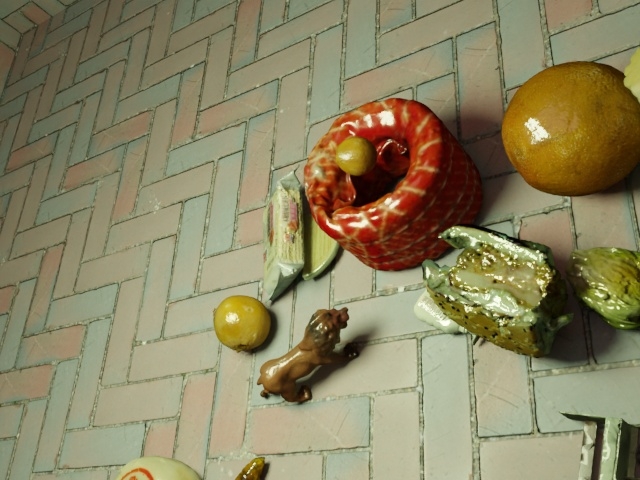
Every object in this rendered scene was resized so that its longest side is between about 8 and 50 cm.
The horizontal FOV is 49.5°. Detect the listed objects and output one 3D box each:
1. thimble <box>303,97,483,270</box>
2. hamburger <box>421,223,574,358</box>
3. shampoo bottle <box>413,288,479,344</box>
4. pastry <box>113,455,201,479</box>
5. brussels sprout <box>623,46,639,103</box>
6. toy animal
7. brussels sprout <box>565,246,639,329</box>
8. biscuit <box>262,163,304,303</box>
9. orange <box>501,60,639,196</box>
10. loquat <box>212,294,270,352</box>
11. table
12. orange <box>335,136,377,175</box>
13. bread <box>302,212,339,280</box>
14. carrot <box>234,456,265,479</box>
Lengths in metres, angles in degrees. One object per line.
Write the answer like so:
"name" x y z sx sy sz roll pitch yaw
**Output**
"thimble" 0.153 -0.123 1.509 0.350 0.231 0.350 -18 55 28
"hamburger" 0.336 0.100 1.281 0.288 0.192 0.167 22 67 43
"shampoo bottle" 0.262 0.154 1.394 0.152 0.045 0.077 31 85 45
"pastry" -0.381 0.617 1.573 0.265 0.133 0.264 -17 61 32
"brussels sprout" 0.674 -0.236 1.133 0.242 0.317 0.273 116 146 -55
"toy animal" -0.043 0.254 1.497 0.312 0.157 0.097 -40 47 11
"brussels sprout" 0.519 0.080 1.208 0.181 0.100 0.139 26 73 44
"biscuit" -0.094 -0.014 1.712 0.186 0.079 0.308 130 143 -54
"orange" 0.479 -0.209 1.298 0.264 0.264 0.264 -18 56 29
"loquat" -0.191 0.197 1.659 0.141 0.141 0.141 -18 56 29
"table" 0.468 0.361 1.110 0.175 0.062 0.146 -3 64 40
"orange" 0.072 -0.170 1.390 0.085 0.085 0.084 -18 56 29
"bread" 0.004 0.001 1.685 0.112 0.036 0.192 -27 48 22
"carrot" -0.209 0.602 1.498 0.066 0.066 0.314 26 80 43
